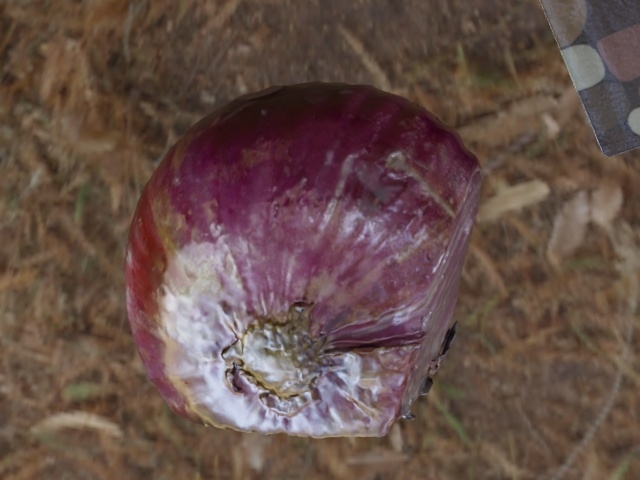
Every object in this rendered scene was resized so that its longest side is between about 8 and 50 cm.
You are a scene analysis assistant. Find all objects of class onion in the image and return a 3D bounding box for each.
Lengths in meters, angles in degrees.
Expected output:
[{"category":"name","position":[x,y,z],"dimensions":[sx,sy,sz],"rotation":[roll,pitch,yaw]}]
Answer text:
[{"category":"onion","position":[-0.012,0.004,1.128],"dimensions":[0.256,0.272,0.230],"rotation":[-9,114,-3]}]

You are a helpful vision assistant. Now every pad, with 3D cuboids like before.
[{"category":"pad","position":[0.254,-0.193,1.264],"dimensions":[0.158,0.003,0.235],"rotation":[-22,107,10]}]
